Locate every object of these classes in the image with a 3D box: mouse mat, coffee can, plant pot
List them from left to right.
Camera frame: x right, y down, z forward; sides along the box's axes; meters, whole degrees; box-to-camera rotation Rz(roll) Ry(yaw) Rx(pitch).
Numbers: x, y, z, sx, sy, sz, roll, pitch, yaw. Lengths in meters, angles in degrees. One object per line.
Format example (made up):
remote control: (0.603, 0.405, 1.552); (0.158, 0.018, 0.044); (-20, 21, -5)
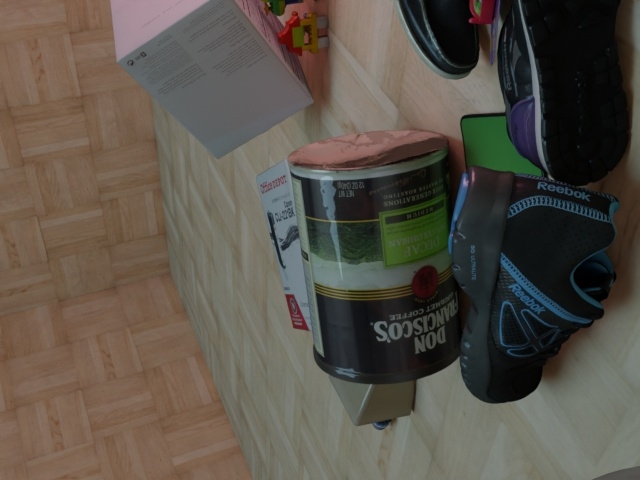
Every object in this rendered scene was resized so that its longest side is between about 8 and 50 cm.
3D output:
plant pot: (0.092, 0.219, 1.268); (0.109, 0.109, 0.096); (58, 142, 42)
coffee can: (0.073, 0.015, 1.005); (0.201, 0.201, 0.275); (-146, 45, -63)
mouse mat: (0.208, -0.049, 0.877); (0.152, 0.007, 0.190); (-161, 58, -68)

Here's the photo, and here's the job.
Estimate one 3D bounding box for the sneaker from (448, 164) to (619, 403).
sneaker: (0.210, 0.070, 0.764); (0.341, 0.139, 0.125); (69, -146, -51)

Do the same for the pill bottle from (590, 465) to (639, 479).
pill bottle: (0.307, 0.360, 0.630); (0.176, 0.176, 0.319); (176, 81, -71)

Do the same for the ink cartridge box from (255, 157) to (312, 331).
ink cartridge box: (0.000, 0.000, 1.250); (0.197, 0.114, 0.273); (168, 89, -72)

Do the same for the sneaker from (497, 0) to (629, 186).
sneaker: (0.190, -0.195, 0.681); (0.124, 0.107, 0.283); (-129, 30, -63)

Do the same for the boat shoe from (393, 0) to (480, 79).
boat shoe: (0.123, -0.287, 0.826); (0.079, 0.084, 0.233); (164, 94, -72)

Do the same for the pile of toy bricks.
pile of toy bricks: (-0.058, -0.402, 1.224); (0.118, 0.105, 0.212); (-134, 35, -56)

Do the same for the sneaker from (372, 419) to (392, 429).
sneaker: (0.083, 0.283, 1.411); (0.058, 0.052, 0.135); (96, 154, -54)

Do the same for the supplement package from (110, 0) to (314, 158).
supplement package: (-0.175, -0.314, 1.269); (0.263, 0.199, 0.198); (45, -159, -48)

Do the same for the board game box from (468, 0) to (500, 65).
board game box: (0.152, -0.252, 0.736); (0.133, 0.033, 0.169); (-70, -18, -62)
